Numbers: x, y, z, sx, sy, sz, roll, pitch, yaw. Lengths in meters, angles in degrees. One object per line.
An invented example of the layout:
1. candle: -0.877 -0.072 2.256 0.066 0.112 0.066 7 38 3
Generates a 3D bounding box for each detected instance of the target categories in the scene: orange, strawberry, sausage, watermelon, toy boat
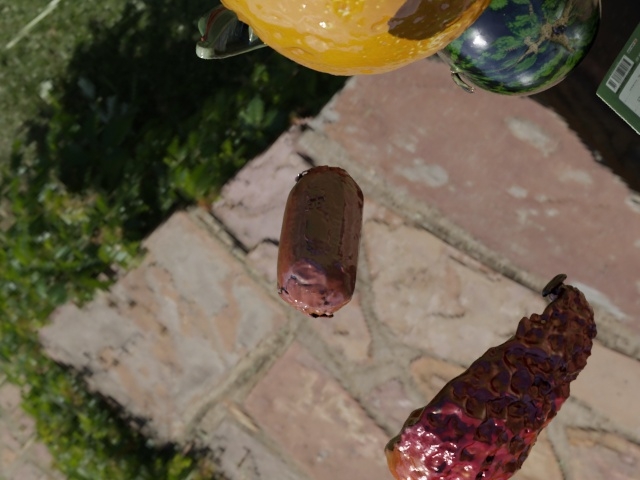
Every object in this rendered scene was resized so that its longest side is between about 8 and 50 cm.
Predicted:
1. orange: 0.019 -0.318 1.087 0.293 0.340 0.340 -42 100 19
2. strawberry: 0.127 0.109 0.758 0.082 0.188 0.121 48 169 12
3. sausage: 0.000 0.000 0.939 0.076 0.141 0.076 6 152 3
4. watermelon: 0.259 -0.335 1.542 0.269 0.269 0.269 20 137 19
5. toy boat: -0.119 -0.305 1.612 0.071 0.185 0.089 43 136 28

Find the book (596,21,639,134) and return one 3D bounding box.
1. book: 0.515 -0.237 1.591 0.027 0.264 0.202 19 115 -27
